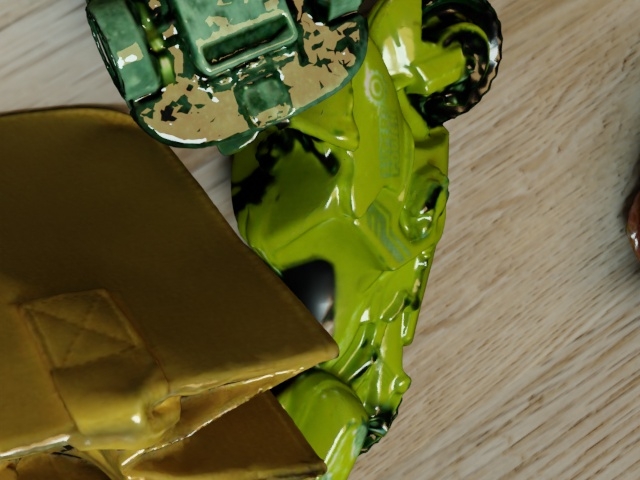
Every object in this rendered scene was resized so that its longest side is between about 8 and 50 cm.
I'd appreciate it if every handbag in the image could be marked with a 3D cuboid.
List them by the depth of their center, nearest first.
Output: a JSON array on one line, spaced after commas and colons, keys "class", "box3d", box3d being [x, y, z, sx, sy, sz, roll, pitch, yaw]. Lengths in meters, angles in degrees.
[{"class": "handbag", "box3d": [-0.221, 0.063, 0.628, 0.401, 0.283, 0.133, -10, 121, -26]}]

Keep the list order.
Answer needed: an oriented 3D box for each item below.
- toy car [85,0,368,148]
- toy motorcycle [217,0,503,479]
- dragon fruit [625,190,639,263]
[{"class": "toy car", "box3d": [-0.087, -0.202, 0.676, 0.136, 0.125, 0.306, -24, 100, -11]}, {"class": "toy motorcycle", "box3d": [0.001, 0.001, 0.808, 0.206, 0.142, 0.342, 5, 108, -29]}, {"class": "dragon fruit", "box3d": [0.349, 0.002, 0.950, 0.315, 0.250, 0.250, 20, 103, -50]}]
